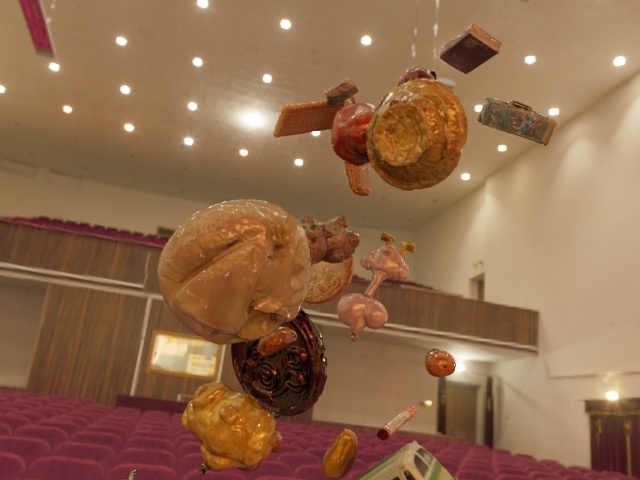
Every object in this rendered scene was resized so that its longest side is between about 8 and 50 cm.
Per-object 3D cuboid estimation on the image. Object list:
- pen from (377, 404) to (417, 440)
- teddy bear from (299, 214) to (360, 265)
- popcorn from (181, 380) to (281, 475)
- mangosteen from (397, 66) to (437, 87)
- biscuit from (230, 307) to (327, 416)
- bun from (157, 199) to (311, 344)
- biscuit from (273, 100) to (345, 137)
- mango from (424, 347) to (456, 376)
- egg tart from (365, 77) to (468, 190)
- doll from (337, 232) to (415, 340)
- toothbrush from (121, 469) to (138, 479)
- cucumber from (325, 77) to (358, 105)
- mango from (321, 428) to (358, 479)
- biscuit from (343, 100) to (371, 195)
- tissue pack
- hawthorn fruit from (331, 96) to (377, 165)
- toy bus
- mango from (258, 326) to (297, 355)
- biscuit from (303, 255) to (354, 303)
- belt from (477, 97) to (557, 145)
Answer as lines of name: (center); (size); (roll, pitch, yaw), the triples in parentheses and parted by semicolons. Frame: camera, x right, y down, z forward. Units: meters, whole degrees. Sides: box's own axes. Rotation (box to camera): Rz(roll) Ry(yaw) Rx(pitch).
pen: (0.176, 0.406, 1.308); (0.028, 0.028, 0.239); (-2, -3, 24)
teddy bear: (0.001, 0.001, 2.022); (0.267, 0.236, 0.151); (2, -51, -38)
popcorn: (-0.246, 0.547, 1.660); (0.297, 0.281, 0.315); (14, -38, 47)
mangosteen: (0.372, -0.545, 2.121); (0.181, 0.145, 0.155); (23, -66, -24)
biscuit: (-0.155, 0.397, 1.974); (0.408, 0.407, 0.091); (-8, 0, 37)
bun: (-0.177, 0.089, 1.316); (0.365, 0.365, 0.219); (22, 19, -39)
biscuit: (-0.040, -0.431, 2.037); (0.250, 0.030, 0.160); (-15, -24, -26)
mango: (0.394, 0.395, 1.917); (0.105, 0.084, 0.159); (10, 10, 4)
egg tart: (0.224, -0.267, 1.467); (0.290, 0.290, 0.115); (-8, 0, 37)
doll: (0.167, 0.141, 1.782); (0.160, 0.365, 0.094); (20, -20, 20)
toothbrush: (-0.363, 0.455, 1.111); (0.019, 0.016, 0.219); (9, -18, -11)
cucumber: (0.067, -0.498, 1.958); (0.112, 0.064, 0.064); (-29, -23, 2)
mango: (0.060, 0.623, 1.694); (0.103, 0.160, 0.076); (11, 14, -44)
biscuit: (0.122, -0.347, 2.147); (0.054, 0.378, 0.094); (-16, -14, 32)
tissue pack: (0.443, -0.566, 1.733); (0.112, 0.051, 0.156); (26, -19, -18)
hawthorn fruit: (0.118, -0.344, 1.768); (0.197, 0.225, 0.196); (-9, -25, -4)
toy bus: (0.156, 0.577, 1.286); (0.276, 0.164, 0.134); (-43, -10, 24)
mango: (-0.118, 0.274, 1.610); (0.127, 0.063, 0.077); (-17, -15, -37)
biscuit: (0.031, 0.135, 2.335); (0.205, 0.309, 0.040); (38, 1, 33)
belt: (0.481, -0.304, 1.448); (0.163, 0.082, 0.147); (15, 21, -9)
